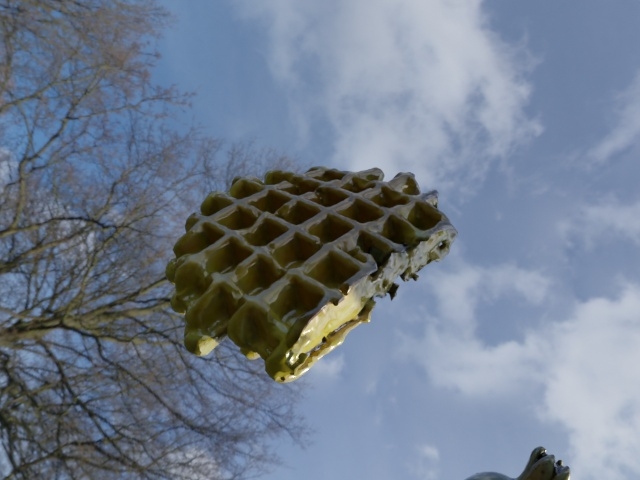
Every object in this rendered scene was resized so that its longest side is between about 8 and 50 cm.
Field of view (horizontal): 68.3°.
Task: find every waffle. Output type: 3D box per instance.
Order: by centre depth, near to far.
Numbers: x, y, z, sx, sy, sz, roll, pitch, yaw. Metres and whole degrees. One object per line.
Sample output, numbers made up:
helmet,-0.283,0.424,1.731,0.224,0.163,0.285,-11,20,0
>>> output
waffle,-0.001,-0.001,0.452,0.282,0.310,0.065,-1,-54,-1

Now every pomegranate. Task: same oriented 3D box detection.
pomegranate,0.271,0.405,0.673,0.179,0.179,0.211,30,-66,28
